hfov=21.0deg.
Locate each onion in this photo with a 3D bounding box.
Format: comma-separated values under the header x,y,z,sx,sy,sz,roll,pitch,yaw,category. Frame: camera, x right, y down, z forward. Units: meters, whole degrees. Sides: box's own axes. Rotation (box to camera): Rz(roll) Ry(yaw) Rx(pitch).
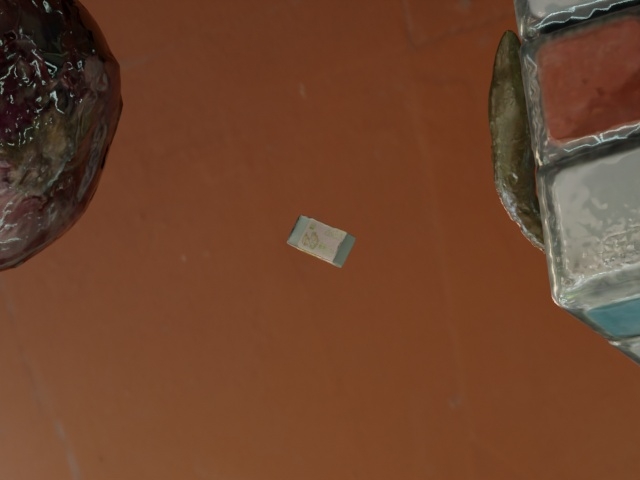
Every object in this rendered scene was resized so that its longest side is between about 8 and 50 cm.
x,y,z,sx,sy,sz,roll,pitch,yaw,category
-0.272,-0.100,1.317,0.252,0.219,0.252,-27,138,-28,onion

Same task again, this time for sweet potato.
x,y,z,sx,sy,sz,roll,pitch,yaw,category
0.129,-0.059,1.119,0.041,0.038,0.153,-11,98,2,sweet potato

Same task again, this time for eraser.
x,y,z,sx,sy,sz,roll,pitch,yaw,category
0.000,0.000,1.874,0.019,0.083,0.038,28,87,-41,eraser

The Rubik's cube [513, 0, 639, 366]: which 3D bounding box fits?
x,y,z,sx,sy,sz,roll,pitch,yaw,category
0.248,-0.079,0.802,0.253,0.256,0.259,-14,155,22,Rubik's cube
